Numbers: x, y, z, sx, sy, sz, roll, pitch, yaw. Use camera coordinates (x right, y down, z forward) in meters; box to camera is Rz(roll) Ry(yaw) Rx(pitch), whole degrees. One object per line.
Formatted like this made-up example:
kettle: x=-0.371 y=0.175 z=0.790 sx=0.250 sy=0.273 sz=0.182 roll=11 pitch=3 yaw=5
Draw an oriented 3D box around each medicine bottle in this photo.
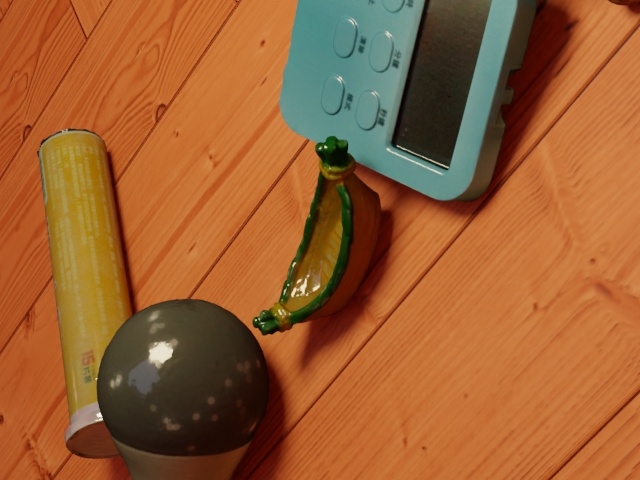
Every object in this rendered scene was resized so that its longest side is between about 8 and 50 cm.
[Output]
medicine bottle: x=-0.284 y=0.053 z=1.646 sx=0.108 sy=0.108 sz=0.426 roll=-39 pitch=51 yaw=36

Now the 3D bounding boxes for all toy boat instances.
toy boat: x=0.000 y=0.000 z=1.323 sx=0.089 sy=0.088 sz=0.229 roll=50 pitch=127 yaw=48

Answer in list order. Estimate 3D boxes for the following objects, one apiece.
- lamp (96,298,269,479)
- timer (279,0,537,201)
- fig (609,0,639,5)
lamp: x=-0.149 y=0.209 z=1.423 sx=0.182 sy=0.182 sz=0.314 roll=43 pitch=136 yaw=47
timer: x=0.081 y=-0.177 z=1.269 sx=0.250 sy=0.091 sz=0.232 roll=33 pitch=117 yaw=45
fig: x=0.263 y=-0.241 z=1.146 sx=0.050 sy=0.050 sz=0.083 roll=-31 pitch=38 yaw=40
